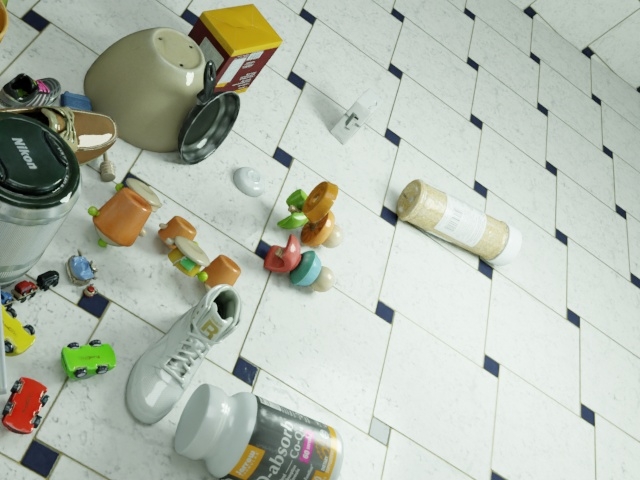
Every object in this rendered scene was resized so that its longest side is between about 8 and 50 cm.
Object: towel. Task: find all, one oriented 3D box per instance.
[{"bbox_3d":[-0.522,-0.265,1.926,0.067,0.029,0.119,11,49,-34],"label":"towel"}]

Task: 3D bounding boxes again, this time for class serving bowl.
[{"bbox_3d":[-0.164,-0.144,2.133,0.083,0.027,0.083,24,43,-25],"label":"serving bowl"}]

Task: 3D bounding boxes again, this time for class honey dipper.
[{"bbox_3d":[-0.461,-0.195,1.917,0.030,0.030,0.161,10,49,-35],"label":"honey dipper"}]

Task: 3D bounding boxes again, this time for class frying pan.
[{"bbox_3d":[-0.266,-0.270,1.967,0.053,0.197,0.326,37,-2,15],"label":"frying pan"}]

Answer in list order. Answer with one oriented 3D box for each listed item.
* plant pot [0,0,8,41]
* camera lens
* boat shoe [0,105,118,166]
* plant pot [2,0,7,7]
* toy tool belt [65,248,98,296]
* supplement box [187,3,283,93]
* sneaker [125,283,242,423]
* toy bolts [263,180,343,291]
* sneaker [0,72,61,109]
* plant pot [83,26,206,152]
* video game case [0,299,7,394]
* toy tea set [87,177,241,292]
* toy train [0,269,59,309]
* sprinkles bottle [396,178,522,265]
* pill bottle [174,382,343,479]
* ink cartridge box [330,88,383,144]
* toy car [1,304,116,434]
[{"bbox_3d":[-0.731,-0.389,1.727,0.205,0.188,0.205,23,44,-24],"label":"plant pot"},{"bbox_3d":[-0.549,-0.065,1.530,0.219,0.274,0.219,23,44,-24],"label":"camera lens"},{"bbox_3d":[-0.539,-0.207,1.768,0.324,0.120,0.123,-14,85,-43],"label":"boat shoe"},{"bbox_3d":[-0.737,-0.617,1.839,0.274,0.293,0.275,24,43,-24],"label":"plant pot"},{"bbox_3d":[-0.444,0.061,1.689,0.052,0.051,0.083,-20,71,-48],"label":"toy tool belt"},{"bbox_3d":[-0.234,-0.461,2.218,0.129,0.194,0.191,52,39,9],"label":"supplement box"},{"bbox_3d":[-0.244,0.193,1.655,0.108,0.169,0.292,39,40,-10],"label":"sneaker"},{"bbox_3d":[0.000,0.000,2.033,0.158,0.218,0.229,34,58,-22],"label":"toy bolts"},{"bbox_3d":[-0.598,-0.312,1.864,0.063,0.075,0.170,50,39,6],"label":"sneaker"},{"bbox_3d":[-0.364,-0.368,2.027,0.284,0.191,0.284,23,44,-24],"label":"plant pot"},{"bbox_3d":[-0.609,0.159,1.435,0.193,0.023,0.212,-4,56,-20],"label":"video game case"},{"bbox_3d":[-0.320,0.019,1.818,0.336,0.124,0.200,41,9,0],"label":"toy tea set"},{"bbox_3d":[-0.528,0.089,1.599,0.027,0.036,0.158,37,36,17],"label":"toy train"},{"bbox_3d":[0.380,-0.047,2.449,0.355,0.121,0.121,24,43,-23],"label":"sprinkles bottle"},{"bbox_3d":[-0.111,0.369,1.621,0.278,0.162,0.162,26,42,-21],"label":"pill bottle"},{"bbox_3d":[0.099,-0.339,2.449,0.056,0.135,0.099,42,38,-2],"label":"ink cartridge box"},{"bbox_3d":[-0.460,0.217,1.537,0.225,0.053,0.239,0,57,-42],"label":"toy car"}]
